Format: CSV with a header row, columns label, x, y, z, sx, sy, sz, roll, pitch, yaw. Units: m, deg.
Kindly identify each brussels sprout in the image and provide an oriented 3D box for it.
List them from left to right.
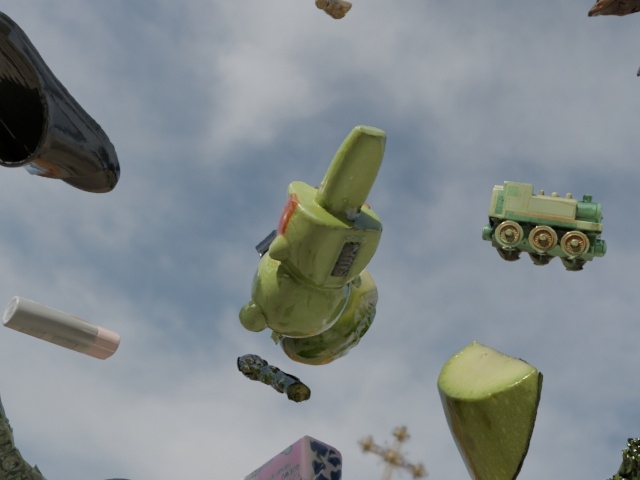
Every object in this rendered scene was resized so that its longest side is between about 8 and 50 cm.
label,x,y,z,sx,sy,sz,roll,pitch,yaw
brussels sprout,0.008,0.102,1.427,0.155,0.155,0.117,-26,-89,44

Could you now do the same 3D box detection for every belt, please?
label,x,y,z,sx,sy,sz,roll,pitch,yaw
belt,-0.059,0.038,1.878,0.058,0.140,0.105,-41,-45,9

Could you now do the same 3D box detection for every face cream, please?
label,x,y,z,sx,sy,sz,roll,pitch,yaw
face cream,-0.457,0.156,1.873,0.198,0.057,0.084,24,-27,-29

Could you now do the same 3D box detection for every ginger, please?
label,x,y,z,sx,sy,sz,roll,pitch,yaw
ginger,0.018,-0.335,1.521,0.048,0.097,0.030,25,-73,5

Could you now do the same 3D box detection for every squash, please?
label,x,y,z,sx,sy,sz,roll,pitch,yaw
squash,0.196,0.232,1.373,0.085,0.184,0.192,9,2,-19

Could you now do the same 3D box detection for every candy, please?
label,x,y,z,sx,sy,sz,roll,pitch,yaw
candy,-0.041,0.341,1.419,0.073,0.092,0.160,26,-49,-30

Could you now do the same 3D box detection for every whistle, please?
label,x,y,z,sx,sy,sz,roll,pitch,yaw
whistle,0.000,0.000,1.186,0.131,0.106,0.288,4,-61,-38

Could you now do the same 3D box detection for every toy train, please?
label,x,y,z,sx,sy,sz,roll,pitch,yaw
toy train,0.356,-0.025,1.673,0.194,0.125,0.081,8,-15,13

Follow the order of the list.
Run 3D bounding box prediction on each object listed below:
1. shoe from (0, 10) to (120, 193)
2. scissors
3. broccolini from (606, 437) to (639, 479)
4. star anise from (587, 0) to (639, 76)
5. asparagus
label,x,y,z,sx,sy,sz,roll,pitch,yaw
shoe,-0.304,-0.118,1.064,0.108,0.093,0.241,1,-42,33
scissors,-0.359,0.275,1.199,0.029,0.256,0.383,52,-14,42
broccolini,0.234,0.270,0.911,0.051,0.239,0.054,37,16,35
star anise,0.436,-0.315,1.204,0.288,0.288,0.088,50,-2,-28
asparagus,-0.062,0.164,1.286,0.165,0.036,0.030,15,-71,57
